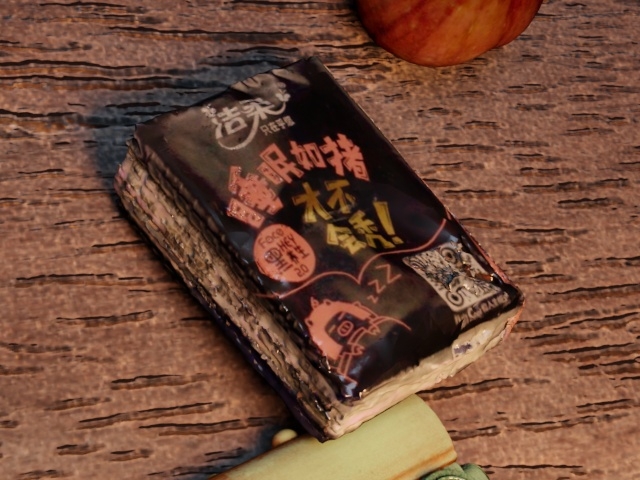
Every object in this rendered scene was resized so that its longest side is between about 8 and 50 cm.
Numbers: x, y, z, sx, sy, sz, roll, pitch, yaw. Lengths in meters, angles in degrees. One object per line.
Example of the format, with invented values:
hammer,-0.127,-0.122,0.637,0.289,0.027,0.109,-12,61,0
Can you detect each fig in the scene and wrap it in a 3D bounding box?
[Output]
fig,0.149,-0.283,1.493,0.204,0.249,0.186,-6,76,-28

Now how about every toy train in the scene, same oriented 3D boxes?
toy train,0.011,0.231,1.270,0.285,0.116,0.177,-22,64,-29

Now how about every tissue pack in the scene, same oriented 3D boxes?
tissue pack,0.000,0.000,1.348,0.245,0.123,0.332,-26,66,-37
